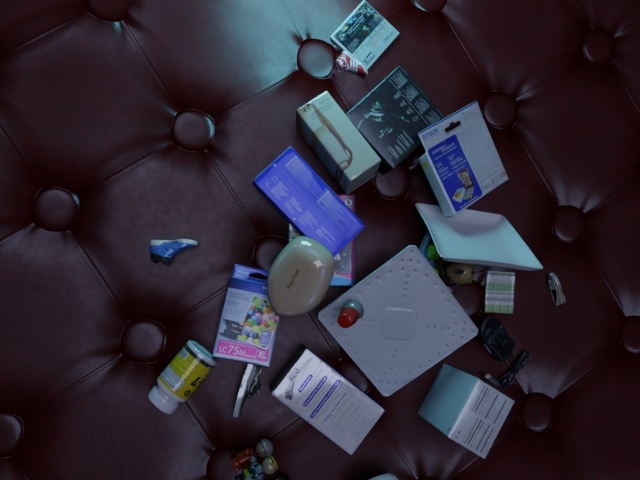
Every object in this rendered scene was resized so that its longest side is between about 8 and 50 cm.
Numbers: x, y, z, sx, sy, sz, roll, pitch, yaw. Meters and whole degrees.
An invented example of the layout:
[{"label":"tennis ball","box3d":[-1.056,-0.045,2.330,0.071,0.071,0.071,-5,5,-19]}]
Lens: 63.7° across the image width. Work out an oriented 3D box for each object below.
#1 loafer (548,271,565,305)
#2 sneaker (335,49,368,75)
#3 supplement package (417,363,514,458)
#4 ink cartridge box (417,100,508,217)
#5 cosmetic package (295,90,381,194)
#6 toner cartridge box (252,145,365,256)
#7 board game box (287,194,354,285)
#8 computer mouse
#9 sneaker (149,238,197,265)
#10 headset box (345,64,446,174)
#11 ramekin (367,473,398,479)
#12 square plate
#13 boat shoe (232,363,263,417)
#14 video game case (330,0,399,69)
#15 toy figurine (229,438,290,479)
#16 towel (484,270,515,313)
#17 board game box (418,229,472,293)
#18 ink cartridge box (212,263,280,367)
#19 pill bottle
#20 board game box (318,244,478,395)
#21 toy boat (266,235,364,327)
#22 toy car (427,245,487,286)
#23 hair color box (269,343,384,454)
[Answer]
[{"label":"loafer","box3d":[0.861,0.180,1.893,0.039,0.045,0.125,-24,94,-4]},{"label":"sneaker","box3d":[0.105,-0.601,1.795,0.118,0.042,0.067,40,78,2]},{"label":"supplement package","box3d":[0.468,0.549,1.694,0.145,0.262,0.204,32,82,-8]},{"label":"ink cartridge box","box3d":[0.485,-0.282,1.780,0.303,0.072,0.307,-31,99,-25]},{"label":"cosmetic package","box3d":[0.053,-0.317,1.690,0.129,0.153,0.296,-35,80,-10]},{"label":"toner cartridge box","box3d":[-0.037,-0.113,1.637,0.165,0.075,0.348,-44,95,-11]},{"label":"board game box","box3d":[0.000,0.000,1.723,0.224,0.097,0.303,0,88,-9]},{"label":"computer mouse","box3d":[0.618,0.400,1.834,0.262,0.060,0.184,44,77,-17]},{"label":"sneaker","box3d":[-0.472,0.040,1.655,0.152,0.058,0.085,-1,82,-6]},{"label":"headset box","box3d":[0.236,-0.401,1.764,0.283,0.131,0.246,-45,95,-9]},{"label":"ramekin","box3d":[0.182,0.843,1.665,0.207,0.207,0.109,-17,54,-10]},{"label":"square plate","box3d":[0.513,-0.008,1.726,0.347,0.344,0.049,7,122,-9]},{"label":"boat shoe","box3d":[-0.227,0.471,1.670,0.070,0.078,0.219,19,83,-7]},{"label":"video game case","box3d":[0.157,-0.724,1.822,0.173,0.022,0.190,41,82,-6]},{"label":"toy figurine","box3d":[-0.173,0.748,1.601,0.148,0.209,0.213,-24,92,-16]},{"label":"towel","box3d":[0.647,0.187,1.868,0.113,0.023,0.152,5,89,-7]},{"label":"board game box","box3d":[0.400,0.098,1.806,0.194,0.060,0.194,39,84,-8]},{"label":"ink cartridge box","box3d":[-0.224,0.237,1.663,0.185,0.065,0.311,13,72,-7]},{"label":"pill bottle","box3d":[-0.433,0.429,1.614,0.119,0.119,0.208,40,82,-6]},{"label":"board game box","box3d":[0.255,0.267,1.699,0.390,0.050,0.390,-37,103,7]},{"label":"toy boat","box3d":[-0.011,0.154,1.586,0.318,0.148,0.267,37,107,9]},{"label":"toy car","box3d":[0.455,0.085,1.688,0.155,0.188,0.149,2,92,-11]},{"label":"hair color box","box3d":[0.019,0.519,1.697,0.339,0.110,0.185,40,83,-8]}]
